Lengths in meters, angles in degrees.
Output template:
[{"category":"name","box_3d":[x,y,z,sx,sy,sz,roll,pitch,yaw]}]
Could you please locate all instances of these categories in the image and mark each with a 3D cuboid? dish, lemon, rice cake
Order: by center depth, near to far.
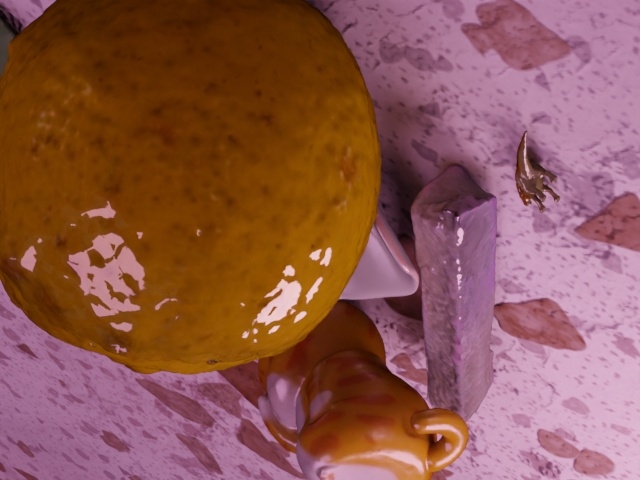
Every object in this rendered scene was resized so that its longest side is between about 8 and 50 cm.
[{"category":"lemon","box_3d":[-0.116,-0.069,1.313,0.349,0.387,0.350,14,-170,-3]},{"category":"dish","box_3d":[0.000,0.000,1.506,0.234,0.064,0.154,7,132,60]},{"category":"rice cake","box_3d":[0.133,0.062,1.526,0.064,0.070,0.399,32,154,25]}]

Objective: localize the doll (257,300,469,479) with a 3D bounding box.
[{"category":"doll","box_3d":[0.023,0.174,1.649,0.270,0.162,0.167,52,160,42]}]

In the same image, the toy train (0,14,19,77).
[{"category":"toy train","box_3d":[-0.398,-0.188,1.654,0.326,0.129,0.159,47,144,-21]}]

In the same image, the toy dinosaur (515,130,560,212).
[{"category":"toy dinosaur","box_3d":[0.182,-0.053,1.330,0.041,0.026,0.113,42,166,22]}]
